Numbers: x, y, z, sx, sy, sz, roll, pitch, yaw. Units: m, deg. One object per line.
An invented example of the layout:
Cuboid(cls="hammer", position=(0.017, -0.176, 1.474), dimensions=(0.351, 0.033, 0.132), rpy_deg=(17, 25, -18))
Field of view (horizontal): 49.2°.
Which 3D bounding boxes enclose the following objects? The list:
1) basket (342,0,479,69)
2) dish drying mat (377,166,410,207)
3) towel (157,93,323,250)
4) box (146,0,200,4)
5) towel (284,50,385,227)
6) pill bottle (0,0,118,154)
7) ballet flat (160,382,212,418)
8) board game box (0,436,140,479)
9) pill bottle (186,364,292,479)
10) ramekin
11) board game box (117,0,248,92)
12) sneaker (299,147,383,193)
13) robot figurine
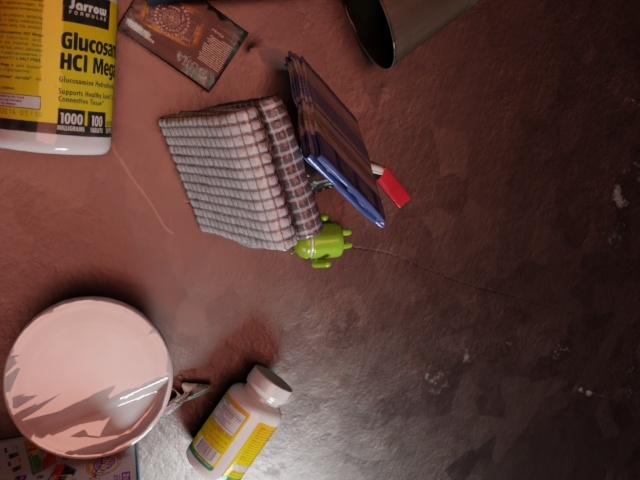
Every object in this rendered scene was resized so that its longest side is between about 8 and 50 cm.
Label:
Cuboid(cls="basket", position=(0.173, -0.442, 1.235), dimensions=(0.226, 0.154, 0.204), rpy_deg=(-28, 104, -13))
Cuboid(cls="dish drying mat", position=(0.140, -0.103, 1.361), dimensions=(0.032, 0.008, 0.083), rpy_deg=(-43, 110, -4))
Cuboid(cls="towel", position=(-0.127, -0.113, 1.148), dimensions=(0.121, 0.283, 0.235), rpy_deg=(-29, 112, -29))
Cuboid(cls="box", position=(-0.113, -0.507, 1.018), dimensions=(0.312, 0.343, 0.179), rpy_deg=(-10, 86, -14))
Cuboid(cls="towel", position=(0.022, -0.171, 1.163), dimensions=(0.034, 0.285, 0.209), rpy_deg=(-31, 134, 20))
Cuboid(cls="pill bottle", position=(-0.408, -0.305, 1.068), dimensions=(0.187, 0.188, 0.334), rpy_deg=(3, 100, -17))
Cuboid(cls="ballet flat", position=(-0.258, 0.288, 1.306), dimensions=(0.114, 0.041, 0.041), rpy_deg=(-29, 107, -10))
Cuboid(cls="board game box", position=(-0.462, 0.401, 1.161), dimensions=(0.316, 0.242, 0.064), rpy_deg=(-5, 103, -15))
Cuboid(cls="pill bottle", position=(-0.147, 0.342, 1.306), dimensions=(0.117, 0.117, 0.208), rpy_deg=(35, 90, -19))
Cuboid(cls="ramekin", position=(-0.393, 0.222, 1.199), dimensions=(0.272, 0.127, 0.273), rpy_deg=(-2, 96, -16))
Cuboid(cls="board game box", position=(-0.234, -0.358, 1.194), dimensions=(0.186, 0.026, 0.126), rpy_deg=(34, 90, -19))
Cuboid(cls="sneaker", position=(0.002, -0.103, 1.290), dimensions=(0.216, 0.079, 0.121), rpy_deg=(9, 101, -9))
Cuboid(cls="robot figurine", position=(0.000, 0.000, 1.309), dimensions=(0.115, 0.067, 0.101), rpy_deg=(-3, 91, -15))
